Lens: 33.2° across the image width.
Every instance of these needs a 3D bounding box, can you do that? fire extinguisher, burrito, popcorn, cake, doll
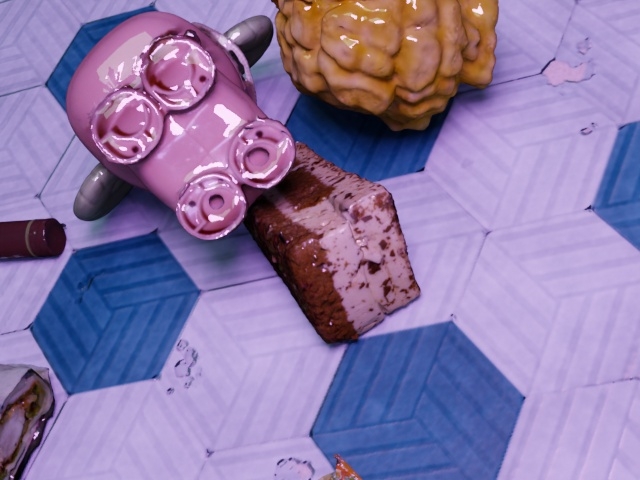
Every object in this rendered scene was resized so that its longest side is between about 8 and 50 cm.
[{"bbox_3d":[-0.359,0.000,1.186,0.158,0.043,0.064,-3,28,19],"label":"fire extinguisher"},{"bbox_3d":[-0.383,0.169,1.061,0.229,0.089,0.144,7,59,22],"label":"burrito"},{"bbox_3d":[0.061,-0.209,1.047,0.250,0.250,0.190,43,116,36],"label":"popcorn"},{"bbox_3d":[-0.002,0.001,1.050,0.112,0.135,0.246,-30,23,-11],"label":"cake"},{"bbox_3d":[-0.138,-0.111,1.067,0.284,0.268,0.216,-45,94,1],"label":"doll"}]

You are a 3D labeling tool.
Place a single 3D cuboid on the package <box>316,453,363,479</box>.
[{"bbox_3d":[0.005,0.248,0.892,0.121,0.031,0.108,-39,53,-6],"label":"package"}]
